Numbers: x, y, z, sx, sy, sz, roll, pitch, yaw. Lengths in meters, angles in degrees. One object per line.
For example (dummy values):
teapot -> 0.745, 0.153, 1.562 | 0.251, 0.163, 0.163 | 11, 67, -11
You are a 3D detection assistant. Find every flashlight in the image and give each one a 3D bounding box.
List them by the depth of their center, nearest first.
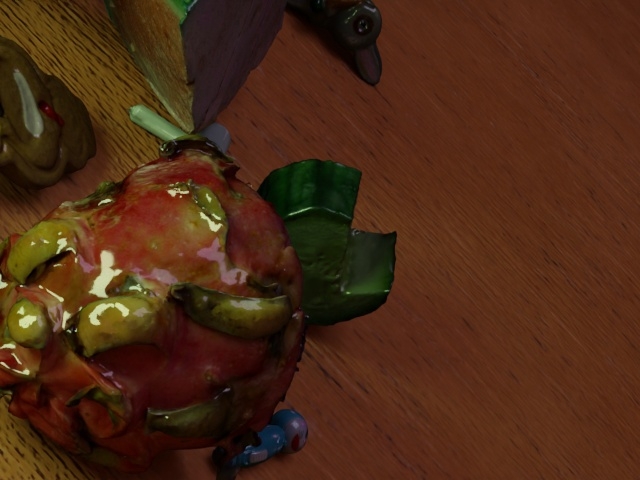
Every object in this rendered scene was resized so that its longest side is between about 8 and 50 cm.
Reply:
flashlight -> -0.066, 0.220, 1.371 | 0.129, 0.051, 0.051 | -14, 67, -45

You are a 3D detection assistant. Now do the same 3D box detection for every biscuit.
biscuit -> -0.339, -0.144, 1.353 | 0.295, 0.044, 0.186 | 3, 68, -64

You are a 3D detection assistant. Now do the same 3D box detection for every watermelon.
watermelon -> -0.183, -0.299, 1.554 | 0.222, 0.292, 0.319 | 20, 54, 12

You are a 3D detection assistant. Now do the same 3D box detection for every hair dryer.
hair dryer -> -0.183, -0.135, 1.595 | 0.137, 0.047, 0.082 | 31, 36, -12

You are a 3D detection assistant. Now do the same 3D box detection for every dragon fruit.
dragon fruit -> -0.186, 0.073, 1.172 | 0.263, 0.296, 0.314 | -3, 50, -45

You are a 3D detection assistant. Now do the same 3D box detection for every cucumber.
cucumber -> -0.010, 0.000, 1.530 | 0.191, 0.191, 0.130 | 29, 36, -25

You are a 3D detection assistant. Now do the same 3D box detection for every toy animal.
toy animal -> 0.039, -0.368, 2.003 | 0.236, 0.108, 0.138 | 39, 35, -14
